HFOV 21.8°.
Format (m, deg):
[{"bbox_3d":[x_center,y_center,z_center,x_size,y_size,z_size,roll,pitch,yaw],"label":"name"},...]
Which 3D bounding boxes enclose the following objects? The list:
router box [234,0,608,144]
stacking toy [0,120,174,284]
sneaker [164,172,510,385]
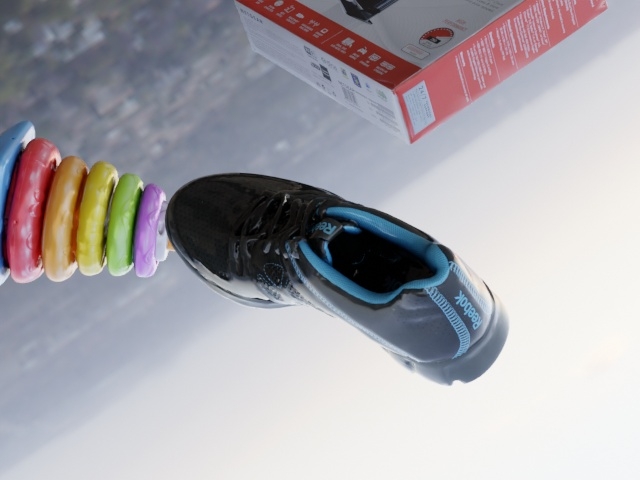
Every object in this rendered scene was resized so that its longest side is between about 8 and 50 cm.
[{"bbox_3d":[0.112,-0.278,1.957,0.301,0.082,0.335,-35,-140,-18],"label":"router box"},{"bbox_3d":[-0.223,-0.020,1.859,0.301,0.166,0.175,8,-158,0],"label":"stacking toy"},{"bbox_3d":[0.000,0.000,1.392,0.125,0.341,0.140,-59,147,-18],"label":"sneaker"}]
